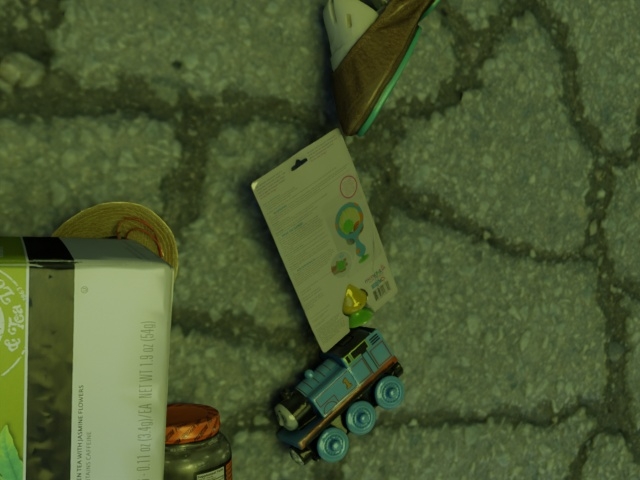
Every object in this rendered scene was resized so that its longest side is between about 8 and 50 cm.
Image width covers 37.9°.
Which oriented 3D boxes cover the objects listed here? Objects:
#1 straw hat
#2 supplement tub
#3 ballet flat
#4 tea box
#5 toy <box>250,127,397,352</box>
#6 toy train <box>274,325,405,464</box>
[{"bbox_3d":[-0.222,0.025,0.977,0.145,0.061,0.144,-3,100,-18],"label":"straw hat"},{"bbox_3d":[-0.154,0.282,1.016,0.117,0.117,0.190,-5,97,-32],"label":"supplement tub"},{"bbox_3d":[0.081,-0.285,1.123,0.124,0.116,0.342,35,75,-9],"label":"ballet flat"},{"bbox_3d":[-0.308,0.166,0.815,0.324,0.220,0.328,0,95,-18],"label":"tea box"},{"bbox_3d":[0.000,0.000,1.122,0.137,0.056,0.237,-36,116,-28],"label":"toy"},{"bbox_3d":[0.021,0.190,1.144,0.184,0.080,0.105,-39,104,-21],"label":"toy train"}]
